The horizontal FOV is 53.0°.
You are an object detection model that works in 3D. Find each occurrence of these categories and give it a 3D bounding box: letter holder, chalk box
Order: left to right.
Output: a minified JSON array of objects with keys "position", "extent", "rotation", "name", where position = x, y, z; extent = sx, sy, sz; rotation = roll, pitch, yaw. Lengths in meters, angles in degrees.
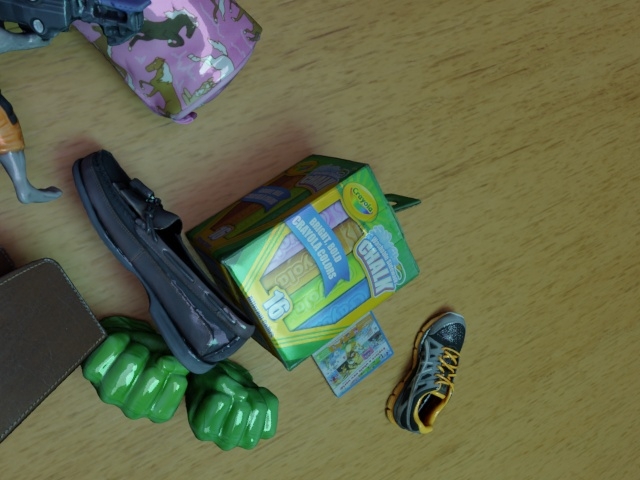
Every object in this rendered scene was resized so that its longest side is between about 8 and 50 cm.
[{"position":[-0.403,0.111,0.633],"extent":[0.215,0.152,0.302],"rotation":[64,31,-19],"name":"letter holder"},{"position":[0.000,0.000,0.874],"extent":[0.289,0.180,0.179],"rotation":[-35,113,-17],"name":"chalk box"}]

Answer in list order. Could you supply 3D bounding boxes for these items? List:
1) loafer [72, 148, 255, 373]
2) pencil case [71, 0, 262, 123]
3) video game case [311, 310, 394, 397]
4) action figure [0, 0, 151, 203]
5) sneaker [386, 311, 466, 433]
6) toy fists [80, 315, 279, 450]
[{"position":[-0.185,0.011,0.783],"extent":[0.095,0.109,0.303],"rotation":[-32,88,11],"name":"loafer"},{"position":[-0.239,-0.308,0.713],"extent":[0.386,0.167,0.160],"rotation":[44,48,-25],"name":"pencil case"},{"position":[0.036,0.150,1.010],"extent":[0.119,0.015,0.166],"rotation":[-35,112,-16],"name":"video game case"},{"position":[-0.348,-0.181,0.622],"extent":[0.341,0.178,0.330],"rotation":[5,118,10],"name":"action figure"},{"position":[0.191,0.222,1.060],"extent":[0.084,0.083,0.215],"rotation":[26,87,-25],"name":"sneaker"},{"position":[-0.176,0.188,0.838],"extent":[0.279,0.142,0.096],"rotation":[31,97,-27],"name":"toy fists"}]
